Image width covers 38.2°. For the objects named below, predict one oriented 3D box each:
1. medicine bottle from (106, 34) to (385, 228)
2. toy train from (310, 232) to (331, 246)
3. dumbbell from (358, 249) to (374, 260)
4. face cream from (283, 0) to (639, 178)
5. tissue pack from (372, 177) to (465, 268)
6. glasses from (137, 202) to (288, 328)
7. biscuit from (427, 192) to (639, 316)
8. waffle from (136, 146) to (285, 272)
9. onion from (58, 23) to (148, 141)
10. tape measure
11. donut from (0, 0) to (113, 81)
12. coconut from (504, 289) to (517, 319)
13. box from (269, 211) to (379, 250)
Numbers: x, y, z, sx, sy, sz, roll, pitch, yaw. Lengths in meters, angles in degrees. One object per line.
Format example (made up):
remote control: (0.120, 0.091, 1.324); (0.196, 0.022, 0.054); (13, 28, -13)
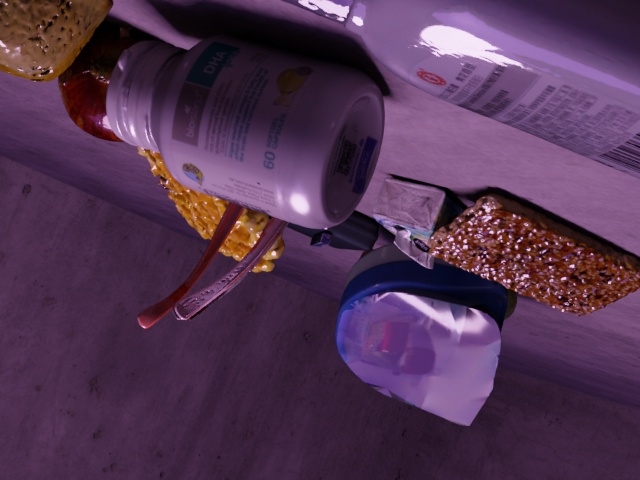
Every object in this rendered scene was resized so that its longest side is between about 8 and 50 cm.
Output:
medicine bottle: (-0.067, -0.100, 0.773); (0.215, 0.135, 0.135); (19, 173, 21)
toy train: (0.000, 0.000, 1.415); (0.017, 0.017, 0.083); (15, 173, -11)
dumbbell: (0.175, 0.091, 1.744); (0.230, 0.092, 0.082); (20, -157, 7)
face cream: (0.094, -0.107, 0.489); (0.291, 0.071, 0.144); (21, 172, -2)
tissue pack: (0.120, -0.016, 1.089); (0.085, 0.079, 0.111); (16, 172, 32)
glasses: (-0.077, -0.006, 1.008); (0.118, 0.268, 0.234); (33, 161, -18)
biscuit: (0.242, 0.023, 1.020); (0.230, 0.025, 0.131); (22, 145, -18)
waffle: (-0.163, -0.062, 1.370); (0.283, 0.065, 0.309); (46, 163, -16)
onion: (-0.201, -0.152, 0.910); (0.117, 0.119, 0.118); (24, 174, 12)
tape measure: (0.156, 0.128, 1.427); (0.262, 0.138, 0.259); (16, 132, 10)
donut: (-0.315, -0.214, 0.779); (0.272, 0.107, 0.272); (23, 174, 2)
coconut: (0.271, 0.097, 1.503); (0.096, 0.088, 0.088); (-17, 153, 29)
box: (-0.034, -0.047, 1.441); (0.230, 0.050, 0.160); (25, 173, -19)
